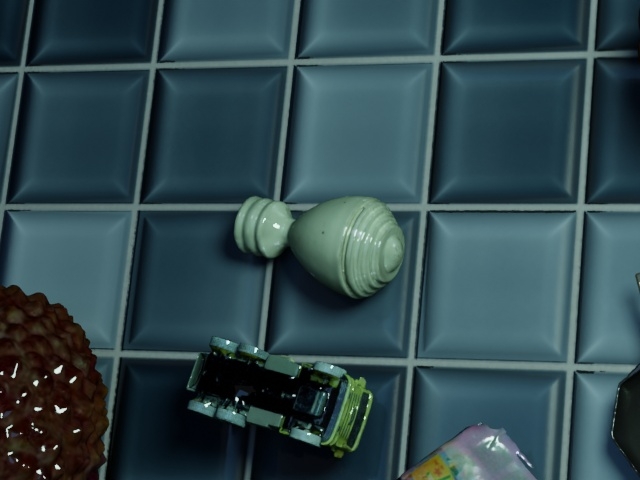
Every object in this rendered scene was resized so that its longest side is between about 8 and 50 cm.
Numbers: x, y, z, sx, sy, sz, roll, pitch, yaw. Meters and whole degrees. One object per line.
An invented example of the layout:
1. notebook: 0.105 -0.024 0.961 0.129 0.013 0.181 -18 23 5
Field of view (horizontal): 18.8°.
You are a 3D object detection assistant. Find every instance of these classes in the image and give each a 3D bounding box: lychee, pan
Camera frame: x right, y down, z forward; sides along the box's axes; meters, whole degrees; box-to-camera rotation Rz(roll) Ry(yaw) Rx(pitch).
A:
1. lychee: -0.356 0.196 1.968 0.306 0.306 0.330 9 54 22
2. pan: 0.355 0.139 1.862 0.128 0.048 0.202 7 79 20

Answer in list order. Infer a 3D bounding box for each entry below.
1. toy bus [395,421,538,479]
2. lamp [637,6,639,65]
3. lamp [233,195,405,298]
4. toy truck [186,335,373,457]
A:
1. toy bus: 0.208 0.326 1.833 0.138 0.112 0.317 -39 66 -6
2. lamp: 0.412 -0.193 1.860 0.223 0.196 0.223 5 76 -19
3. lamp: 0.000 0.000 2.007 0.193 0.106 0.106 10 78 31
4. toy truck: -0.038 0.163 1.961 0.191 0.116 0.085 11 78 31
